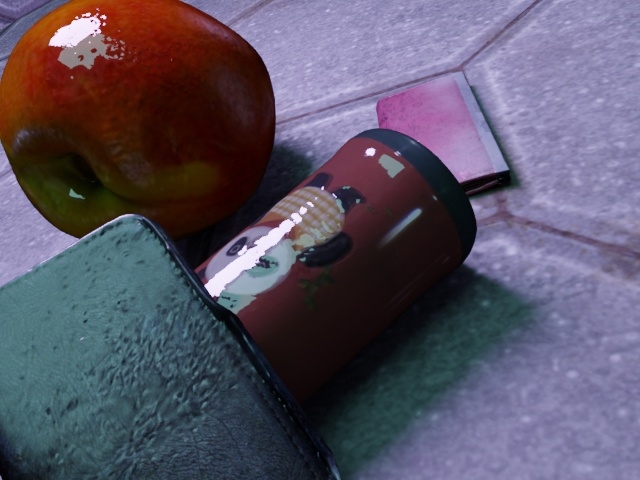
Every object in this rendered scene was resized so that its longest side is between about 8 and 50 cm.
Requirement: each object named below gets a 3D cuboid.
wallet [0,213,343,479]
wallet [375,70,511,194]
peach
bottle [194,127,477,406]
[{"bbox_3d":[-0.091,0.138,0.384,0.172,0.045,0.318,-34,72,-13],"label":"wallet"},{"bbox_3d":[0.128,-0.119,0.731,0.119,0.025,0.232,-16,37,11],"label":"wallet"},{"bbox_3d":[-0.199,-0.145,0.747,0.308,0.307,0.332,-9,25,21],"label":"peach"},{"bbox_3d":[-0.034,0.061,0.508,0.336,0.144,0.144,-41,39,-18],"label":"bottle"}]
